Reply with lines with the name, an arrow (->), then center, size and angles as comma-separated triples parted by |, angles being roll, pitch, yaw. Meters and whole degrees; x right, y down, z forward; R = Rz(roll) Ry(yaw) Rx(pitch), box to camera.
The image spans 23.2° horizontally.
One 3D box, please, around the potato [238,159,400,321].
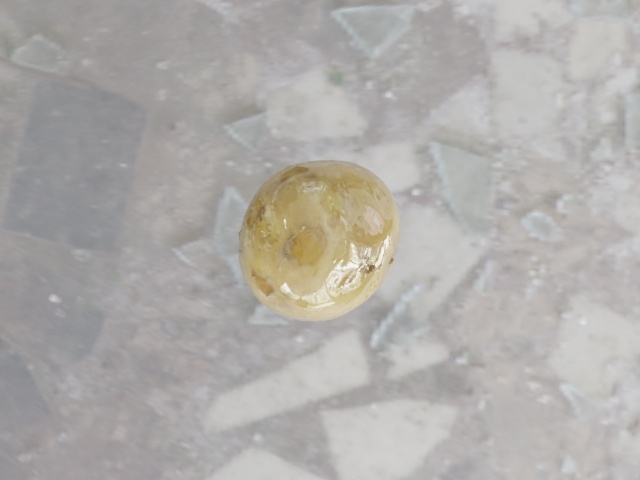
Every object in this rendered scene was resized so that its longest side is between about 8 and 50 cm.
potato -> 0.000, 0.000, 1.154 | 0.109, 0.178, 0.118 | 39, 105, 12
